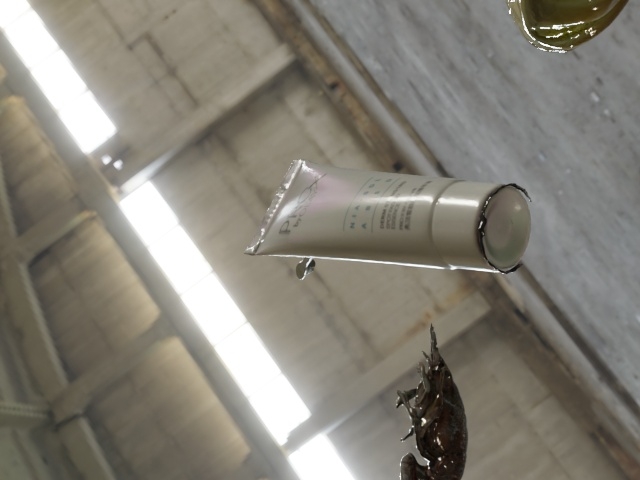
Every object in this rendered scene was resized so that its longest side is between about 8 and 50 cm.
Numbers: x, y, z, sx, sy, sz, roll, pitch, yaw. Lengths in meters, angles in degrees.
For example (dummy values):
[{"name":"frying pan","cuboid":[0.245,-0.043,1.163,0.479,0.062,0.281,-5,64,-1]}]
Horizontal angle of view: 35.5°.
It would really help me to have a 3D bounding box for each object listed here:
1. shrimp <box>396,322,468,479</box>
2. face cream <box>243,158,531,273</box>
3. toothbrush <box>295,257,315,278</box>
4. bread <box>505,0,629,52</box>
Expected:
[{"name":"shrimp","cuboid":[0.101,0.158,0.919,0.056,0.065,0.165,61,-156,-65]},{"name":"face cream","cuboid":[0.040,-0.018,0.713,0.243,0.092,0.058,6,150,48]},{"name":"toothbrush","cuboid":[-0.002,0.001,0.898,0.014,0.017,0.194,56,162,11]},{"name":"bread","cuboid":[0.269,-0.359,1.094,0.333,0.160,0.333,-8,-90,-81]}]
